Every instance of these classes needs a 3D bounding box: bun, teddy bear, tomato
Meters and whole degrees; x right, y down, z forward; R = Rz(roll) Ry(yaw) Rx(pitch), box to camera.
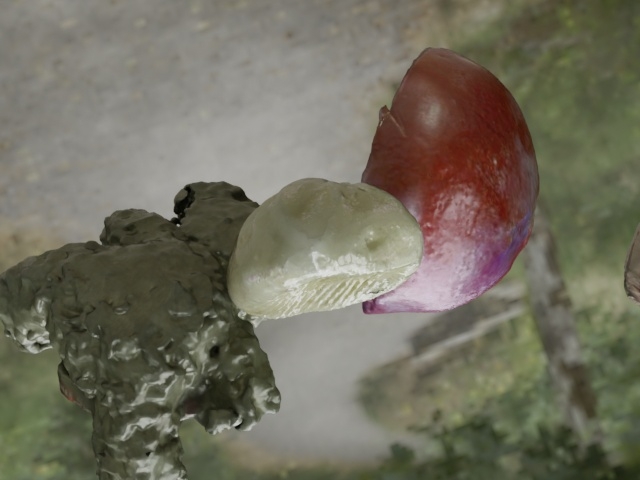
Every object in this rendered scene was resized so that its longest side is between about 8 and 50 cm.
[{"bbox_3d":[0.000,0.000,1.947,0.231,0.133,0.231,-12,165,-3],"label":"bun"},{"bbox_3d":[-0.152,0.084,2.083,0.367,0.357,0.224,-22,146,-31],"label":"teddy bear"},{"bbox_3d":[0.162,-0.060,2.147,0.176,0.335,0.290,15,140,20],"label":"tomato"}]

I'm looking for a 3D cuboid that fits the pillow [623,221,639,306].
[{"bbox_3d":[0.480,0.059,2.095,0.173,0.270,0.067,-58,178,-31],"label":"pillow"}]
